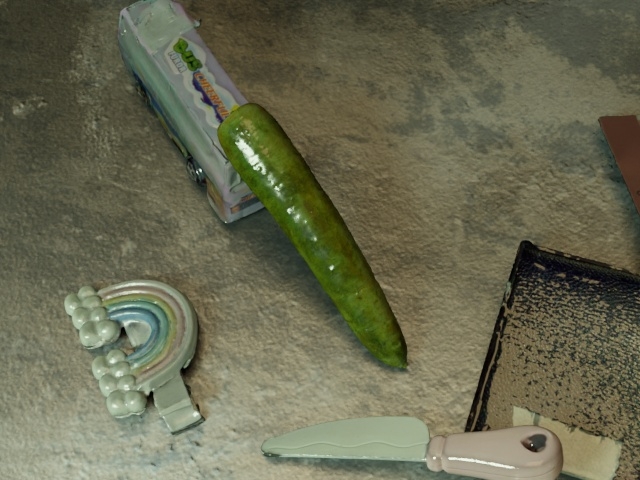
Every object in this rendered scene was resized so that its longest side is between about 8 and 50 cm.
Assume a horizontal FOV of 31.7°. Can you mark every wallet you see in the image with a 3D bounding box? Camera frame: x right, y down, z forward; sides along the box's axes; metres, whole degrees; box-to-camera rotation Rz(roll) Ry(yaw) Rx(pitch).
[{"bbox_3d":[0.300,0.143,1.289,0.221,0.071,0.262,17,66,6],"label":"wallet"}]

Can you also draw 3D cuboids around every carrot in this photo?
[{"bbox_3d":[0.000,0.000,1.300,0.074,0.074,0.358,-35,94,-17],"label":"carrot"}]

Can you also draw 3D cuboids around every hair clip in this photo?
[{"bbox_3d":[-0.205,0.125,1.325,0.140,0.054,0.220,-27,59,-5],"label":"hair clip"}]

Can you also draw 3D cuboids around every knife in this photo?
[{"bbox_3d":[0.095,0.218,1.228,0.336,0.043,0.081,2,35,21],"label":"knife"}]

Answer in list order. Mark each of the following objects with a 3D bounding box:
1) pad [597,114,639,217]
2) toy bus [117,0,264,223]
[{"bbox_3d":[0.479,-0.050,1.383,0.202,0.005,0.299,-4,52,-9],"label":"pad"},{"bbox_3d":[-0.156,-0.181,1.442,0.112,0.138,0.317,-29,65,-16],"label":"toy bus"}]
